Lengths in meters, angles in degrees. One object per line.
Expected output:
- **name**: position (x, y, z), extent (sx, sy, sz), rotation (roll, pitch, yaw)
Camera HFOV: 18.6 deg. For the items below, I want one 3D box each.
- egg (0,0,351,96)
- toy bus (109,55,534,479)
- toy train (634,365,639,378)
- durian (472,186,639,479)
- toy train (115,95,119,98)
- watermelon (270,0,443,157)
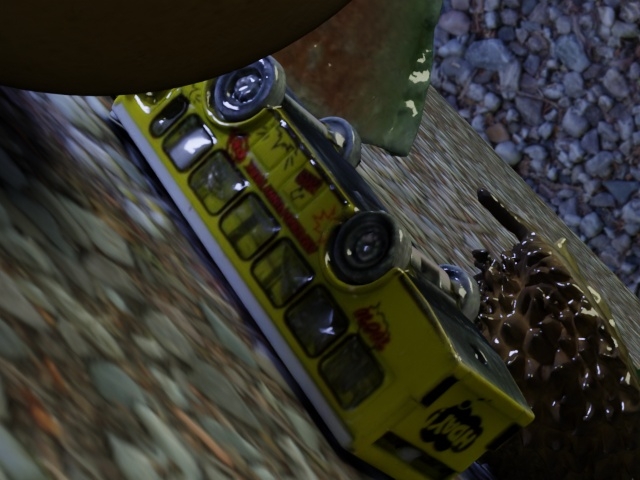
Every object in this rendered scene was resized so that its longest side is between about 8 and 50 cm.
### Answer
- **egg**: position (-0.073, -0.169, 0.625), extent (0.250, 0.250, 0.322), rotation (46, 12, -5)
- **toy bus**: position (0.000, 0.000, 0.801), extent (0.081, 0.074, 0.226), rotation (34, 16, -53)
- **toy train**: position (0.289, 0.109, 1.287), extent (0.145, 0.202, 0.266), rotation (47, 5, 16)
- **durian**: position (0.102, 0.065, 0.924), extent (0.148, 0.091, 0.188), rotation (-42, 111, -83)
- **toy train**: position (-0.109, -0.094, 0.895), extent (0.083, 0.017, 0.017), rotation (47, 9, -3)
- **watermelon**: position (-0.015, -0.183, 1.042), extent (0.151, 0.264, 0.302), rotation (10, 7, 23)
